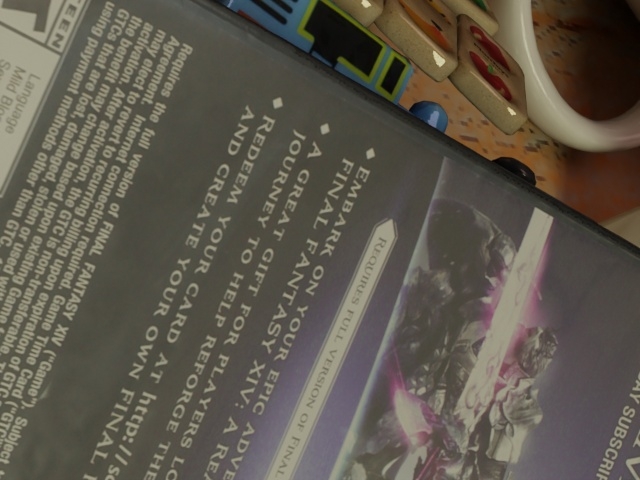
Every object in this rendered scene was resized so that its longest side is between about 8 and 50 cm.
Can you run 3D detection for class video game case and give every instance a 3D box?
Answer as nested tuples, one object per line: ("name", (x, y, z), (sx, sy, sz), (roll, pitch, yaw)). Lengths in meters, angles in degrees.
("video game case", (-0.015, 0.061, 0.455), (0.274, 0.026, 0.196), (26, 86, -41))

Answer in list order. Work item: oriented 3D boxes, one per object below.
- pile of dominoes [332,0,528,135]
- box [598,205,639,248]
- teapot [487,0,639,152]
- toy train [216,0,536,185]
("pile of dominoes", (-0.019, -0.141, 0.562), (0.251, 0.040, 0.196), (33, 23, -36))
("box", (0.236, 0.057, 0.602), (0.058, 0.322, 0.232), (7, 66, -44))
("teapot", (0.219, -0.116, 0.777), (0.252, 0.256, 0.187), (-21, 115, -70))
("toy train", (0.000, 0.000, 0.521), (0.184, 0.080, 0.105), (34, 80, -36))
